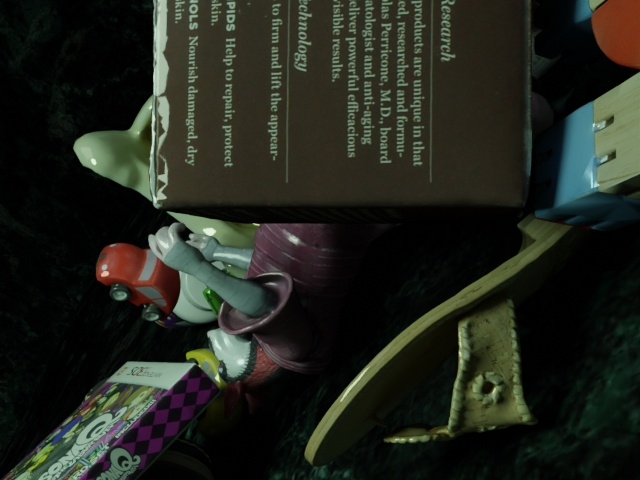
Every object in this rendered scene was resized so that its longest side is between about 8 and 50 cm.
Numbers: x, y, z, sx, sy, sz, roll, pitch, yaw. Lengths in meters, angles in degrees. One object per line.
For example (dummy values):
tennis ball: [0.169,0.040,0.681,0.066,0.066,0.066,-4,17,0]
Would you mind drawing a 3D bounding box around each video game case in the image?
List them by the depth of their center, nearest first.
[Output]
video game case: [-0.216,0.199,0.700,0.232,0.042,0.210,-44,14,-26]

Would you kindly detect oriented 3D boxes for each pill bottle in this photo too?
pill bottle: [-0.182,0.068,1.128,0.193,0.108,0.108,-21,40,62]

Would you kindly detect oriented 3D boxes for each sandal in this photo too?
sandal: [0.101,0.066,0.446,0.240,0.079,0.088,-43,-25,-6]

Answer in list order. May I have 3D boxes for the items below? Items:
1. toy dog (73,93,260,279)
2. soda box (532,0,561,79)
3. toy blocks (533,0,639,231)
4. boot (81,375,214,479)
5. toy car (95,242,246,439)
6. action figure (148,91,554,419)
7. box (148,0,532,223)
toy dog: [-0.020,-0.192,0.957,0.408,0.284,0.395,-54,-12,15]
soda box: [0.214,-0.221,0.632,0.183,0.063,0.058,-47,21,33]
toy blocks: [0.200,-0.167,0.364,0.261,0.190,0.381,146,131,-66]
boot: [-0.223,0.261,0.891,0.377,0.138,0.284,-53,18,32]
toy car: [-0.117,0.074,0.885,0.053,0.239,0.225,-28,7,29]
action figure: [0.000,0.000,0.717,0.248,0.275,0.370,-90,16,-75]
box: [0.021,-0.096,0.485,0.168,0.203,0.167,10,-100,-79]
